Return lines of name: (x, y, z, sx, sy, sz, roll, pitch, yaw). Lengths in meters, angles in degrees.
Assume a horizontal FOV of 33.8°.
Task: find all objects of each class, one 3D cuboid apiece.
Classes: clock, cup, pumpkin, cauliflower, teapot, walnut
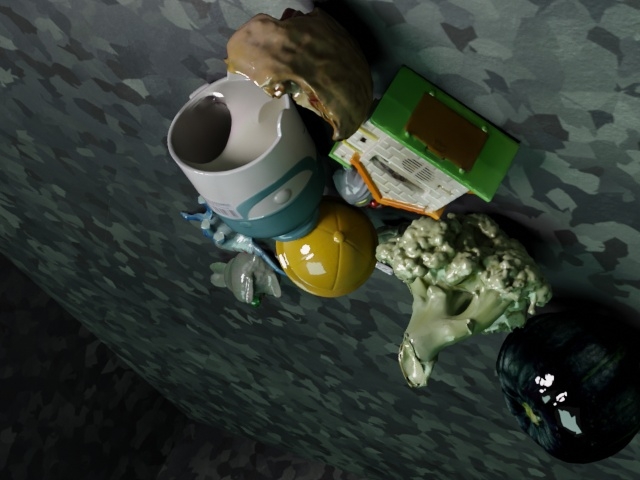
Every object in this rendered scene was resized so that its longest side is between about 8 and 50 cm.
clock: (0.151, -0.136, 1.672, 0.220, 0.106, 0.255, 33, 161, -8)
cup: (-0.132, -0.157, 1.828, 0.289, 0.219, 0.257, 49, 174, 39)
pumpkin: (0.477, 0.268, 1.971, 0.315, 0.238, 0.315, 47, 165, 17)
cauliflower: (0.228, 0.073, 1.799, 0.327, 0.281, 0.260, 2, 120, 36)
teapot: (0.142, -0.009, 1.995, 0.067, 0.057, 0.083, 12, 160, -34)
walnut: (-0.006, -0.251, 1.527, 0.204, 0.141, 0.238, 45, -160, 15)

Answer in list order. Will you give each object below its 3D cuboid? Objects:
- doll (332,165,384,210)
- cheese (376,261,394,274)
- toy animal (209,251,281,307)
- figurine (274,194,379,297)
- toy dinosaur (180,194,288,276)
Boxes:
doll: (0.072, -0.093, 1.882, 0.094, 0.079, 0.180, 18, 167, 23)
cheese: (0.079, 0.027, 2.162, 0.163, 0.036, 0.086, 27, 158, 5)
toy animal: (-0.182, 0.079, 2.496, 0.125, 0.127, 0.251, 26, 174, -27)
figurine: (-0.002, -0.004, 1.965, 0.257, 0.192, 0.167, 40, 152, 64)
toy dinosaur: (-0.213, -0.019, 2.335, 0.329, 0.076, 0.144, 27, 163, 26)
